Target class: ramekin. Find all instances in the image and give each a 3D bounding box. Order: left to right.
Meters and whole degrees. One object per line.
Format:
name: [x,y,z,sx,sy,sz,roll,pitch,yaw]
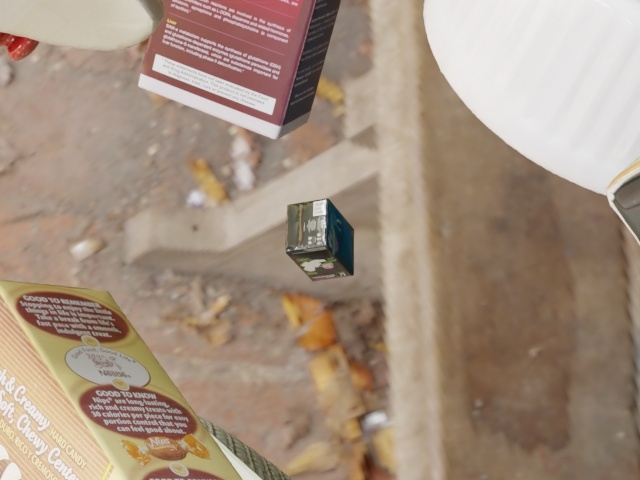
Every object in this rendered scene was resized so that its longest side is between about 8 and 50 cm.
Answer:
ramekin: [0.222,-0.167,1.254,0.277,0.135,0.277,12,45,-12]

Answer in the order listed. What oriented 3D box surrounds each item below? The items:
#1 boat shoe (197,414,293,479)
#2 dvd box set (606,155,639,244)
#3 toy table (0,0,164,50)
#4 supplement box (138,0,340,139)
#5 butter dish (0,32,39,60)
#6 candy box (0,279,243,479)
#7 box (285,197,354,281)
boat shoe: [-0.067,0.339,1.969,0.156,0.500,0.187,-51,139,3]
dvd box set: [0.315,-0.008,0.580,0.420,0.062,0.307,-39,93,-31]
toy table: [-0.207,-0.147,0.803,0.252,0.161,0.274,45,23,-28]
supplement box: [-0.048,-0.215,1.433,0.130,0.239,0.073,22,23,14]
butter dish: [-0.284,-0.201,1.537,0.160,0.160,0.118,-45,98,-7]
candy box: [-0.110,0.186,0.935,0.088,0.183,0.316,10,29,-42]
box: [0.000,0.000,2.046,0.083,0.052,0.062,50,37,-56]
